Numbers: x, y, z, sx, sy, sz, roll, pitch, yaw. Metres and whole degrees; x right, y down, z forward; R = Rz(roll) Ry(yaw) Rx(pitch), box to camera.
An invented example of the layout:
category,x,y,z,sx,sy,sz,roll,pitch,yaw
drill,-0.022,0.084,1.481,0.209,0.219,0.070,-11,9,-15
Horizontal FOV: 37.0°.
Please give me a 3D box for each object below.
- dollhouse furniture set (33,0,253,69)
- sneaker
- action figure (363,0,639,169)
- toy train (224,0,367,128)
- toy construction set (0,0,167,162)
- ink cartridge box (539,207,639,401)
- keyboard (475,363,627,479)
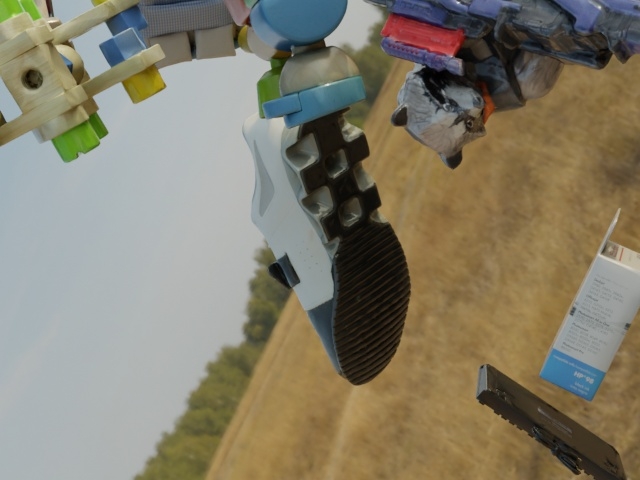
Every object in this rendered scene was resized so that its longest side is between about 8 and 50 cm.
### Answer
category,x,y,z,sx,sy,sz,roll,pitch,yaw
dollhouse furniture set,-0.189,-0.288,1.055,0.286,0.303,0.198,95,158,-44
sneaker,0.000,0.000,1.053,0.122,0.146,0.331,-28,-65,-35
action figure,0.190,-0.186,0.731,0.330,0.178,0.341,-47,44,-2
toy train,-0.035,-0.147,0.651,0.248,0.105,0.143,-163,57,-77
toy construction set,-0.273,-0.070,0.701,0.327,0.151,0.215,-39,12,18
ink cartridge box,0.295,0.064,0.988,0.180,0.060,0.104,-68,-14,16
keyboard,0.239,0.200,0.989,0.023,0.180,0.108,-57,1,18
